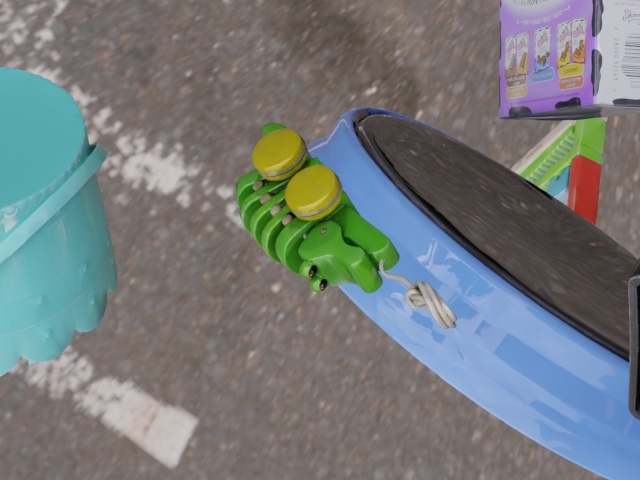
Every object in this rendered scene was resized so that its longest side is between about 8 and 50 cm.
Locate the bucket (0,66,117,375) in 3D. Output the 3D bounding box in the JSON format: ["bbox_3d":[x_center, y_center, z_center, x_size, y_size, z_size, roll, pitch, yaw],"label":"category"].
[{"bbox_3d":[-0.329,-0.025,1.483,0.281,0.281,0.183,8,133,11],"label":"bucket"}]

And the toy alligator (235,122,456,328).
[{"bbox_3d":[0.000,0.000,0.786,0.051,0.190,0.056,-37,134,-3],"label":"toy alligator"}]

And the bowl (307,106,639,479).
[{"bbox_3d":[0.154,0.034,1.151,0.391,0.391,0.077,35,106,0],"label":"bowl"}]

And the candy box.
[{"bbox_3d":[0.195,-0.190,1.151,0.070,0.165,0.196,1,91,-18],"label":"candy box"}]

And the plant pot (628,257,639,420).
[{"bbox_3d":[0.256,0.009,0.714,0.188,0.187,0.167,17,69,18],"label":"plant pot"}]

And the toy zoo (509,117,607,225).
[{"bbox_3d":[0.207,0.025,1.544,0.030,0.293,0.192,23,144,-15],"label":"toy zoo"}]
